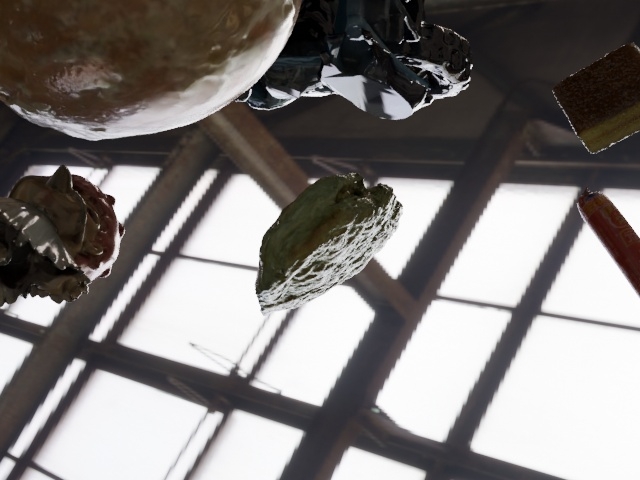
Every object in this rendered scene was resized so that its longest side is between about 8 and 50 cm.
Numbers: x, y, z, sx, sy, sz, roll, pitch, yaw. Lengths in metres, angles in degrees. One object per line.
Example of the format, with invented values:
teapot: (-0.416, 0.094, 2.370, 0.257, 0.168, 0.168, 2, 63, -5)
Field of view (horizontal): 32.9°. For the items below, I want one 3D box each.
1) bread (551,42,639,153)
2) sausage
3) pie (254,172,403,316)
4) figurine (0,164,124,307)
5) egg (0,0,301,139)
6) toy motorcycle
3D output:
bread: (0.271, -0.133, 1.006, 0.090, 0.094, 0.035, -31, -56, 15)
sausage: (0.279, 0.000, 1.007, 0.034, 0.129, 0.034, -19, -32, -13)
pie: (0.000, 0.000, 1.215, 0.201, 0.248, 0.090, -36, -103, -9)
figurine: (-0.330, -0.016, 1.315, 0.387, 0.207, 0.166, -27, -42, -69)
egg: (-0.111, -0.149, 0.578, 0.195, 0.233, 0.195, -27, -49, -36)
toy motorcycle: (-0.017, -0.201, 0.914, 0.416, 0.232, 0.172, 33, -118, -66)
